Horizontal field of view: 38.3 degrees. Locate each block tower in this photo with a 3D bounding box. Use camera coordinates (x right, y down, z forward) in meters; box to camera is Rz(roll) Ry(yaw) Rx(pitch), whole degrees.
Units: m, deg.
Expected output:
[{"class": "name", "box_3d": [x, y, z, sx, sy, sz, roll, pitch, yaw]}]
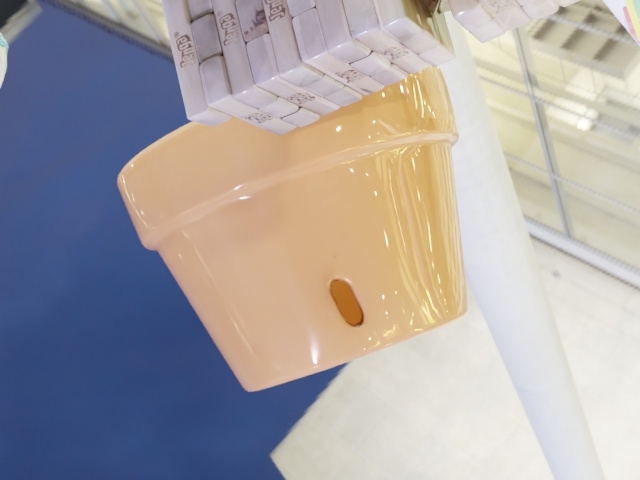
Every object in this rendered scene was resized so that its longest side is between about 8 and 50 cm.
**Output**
[{"class": "block tower", "box_3d": [0.071, -0.164, 0.537, 0.335, 0.097, 0.091, -20, -104, 24]}]

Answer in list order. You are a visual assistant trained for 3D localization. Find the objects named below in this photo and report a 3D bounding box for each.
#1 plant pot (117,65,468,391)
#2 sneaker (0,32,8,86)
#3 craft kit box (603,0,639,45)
[{"class": "plant pot", "box_3d": [0.000, 0.000, 0.781, 0.291, 0.291, 0.203, -21, -96, 10]}, {"class": "sneaker", "box_3d": [-0.318, -0.076, 0.665, 0.228, 0.087, 0.092, -37, -148, 7]}, {"class": "craft kit box", "box_3d": [0.059, -0.208, 0.294, 0.061, 0.250, 0.247, -27, -112, 27]}]
